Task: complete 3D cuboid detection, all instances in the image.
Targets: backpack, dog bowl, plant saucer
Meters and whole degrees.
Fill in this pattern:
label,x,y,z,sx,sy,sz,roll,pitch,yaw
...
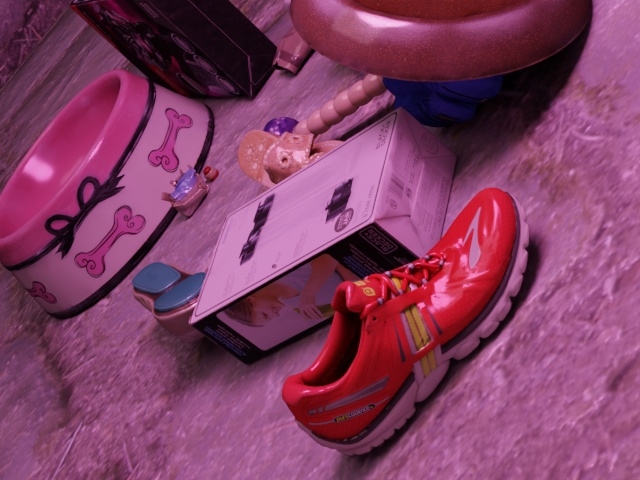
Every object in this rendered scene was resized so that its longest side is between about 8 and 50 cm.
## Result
label,x,y,z,sx,sy,sz,roll,pitch,yaw
backpack,0.137,-0.174,1.436,0.120,0.098,0.101,-11,76,56
dog bowl,-0.352,-0.089,2.100,0.408,0.150,0.408,-40,27,25
plant saucer,0.121,-0.264,1.401,0.311,0.050,0.310,-3,39,3

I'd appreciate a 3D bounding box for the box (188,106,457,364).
label,x,y,z,sx,sy,sz,roll,pitch,yaw
box,0.000,0.000,1.439,0.290,0.087,0.169,-30,32,39

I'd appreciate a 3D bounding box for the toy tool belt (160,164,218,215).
label,x,y,z,sx,sy,sz,roll,pitch,yaw
toy tool belt,-0.183,-0.079,1.909,0.083,0.051,0.052,-57,25,-13

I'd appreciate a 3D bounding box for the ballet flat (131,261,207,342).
label,x,y,z,sx,sy,sz,roll,pitch,yaw
ballet flat,-0.159,0.077,1.615,0.086,0.086,0.248,-53,19,-4

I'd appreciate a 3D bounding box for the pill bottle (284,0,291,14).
label,x,y,z,sx,sy,sz,roll,pitch,yaw
pill bottle,0.082,-0.361,1.719,0.264,0.146,0.146,-55,24,-7

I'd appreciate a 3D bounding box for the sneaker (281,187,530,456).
label,x,y,z,sx,sy,sz,roll,pitch,yaw
sneaker,0.073,0.060,1.190,0.279,0.118,0.107,-52,25,-1

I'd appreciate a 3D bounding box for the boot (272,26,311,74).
label,x,y,z,sx,sy,sz,roll,pitch,yaw
boot,-0.023,-0.275,1.922,0.087,0.042,0.118,-63,25,-9

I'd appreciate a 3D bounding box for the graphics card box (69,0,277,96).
label,x,y,z,sx,sy,sz,roll,pitch,yaw
graphics card box,-0.230,-0.326,2.113,0.094,0.233,0.371,-53,25,-13

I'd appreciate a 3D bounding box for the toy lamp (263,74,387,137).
label,x,y,z,sx,sy,sz,roll,pitch,yaw
toy lamp,0.044,-0.172,1.611,0.275,0.080,0.080,-28,34,42

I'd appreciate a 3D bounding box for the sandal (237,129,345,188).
label,x,y,z,sx,sy,sz,roll,pitch,yaw
sandal,-0.041,-0.085,1.569,0.240,0.079,0.088,20,98,50
